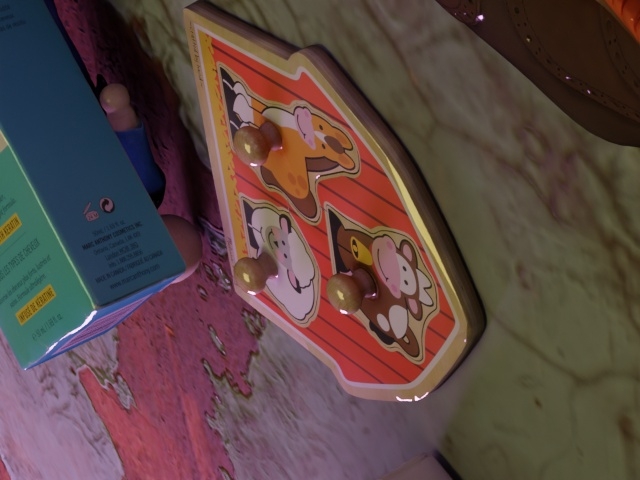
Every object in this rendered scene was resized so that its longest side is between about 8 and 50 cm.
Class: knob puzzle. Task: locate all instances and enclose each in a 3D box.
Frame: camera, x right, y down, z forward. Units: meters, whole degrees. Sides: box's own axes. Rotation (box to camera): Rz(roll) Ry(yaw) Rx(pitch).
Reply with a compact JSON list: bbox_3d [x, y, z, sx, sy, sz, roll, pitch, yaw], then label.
[{"bbox_3d":[0.000,0.000,0.836,0.213,0.030,0.213,41,147,35],"label":"knob puzzle"}]

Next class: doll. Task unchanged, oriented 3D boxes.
[{"bbox_3d":[-0.122,-0.060,0.977,0.189,0.046,0.129,60,153,4],"label":"doll"}]

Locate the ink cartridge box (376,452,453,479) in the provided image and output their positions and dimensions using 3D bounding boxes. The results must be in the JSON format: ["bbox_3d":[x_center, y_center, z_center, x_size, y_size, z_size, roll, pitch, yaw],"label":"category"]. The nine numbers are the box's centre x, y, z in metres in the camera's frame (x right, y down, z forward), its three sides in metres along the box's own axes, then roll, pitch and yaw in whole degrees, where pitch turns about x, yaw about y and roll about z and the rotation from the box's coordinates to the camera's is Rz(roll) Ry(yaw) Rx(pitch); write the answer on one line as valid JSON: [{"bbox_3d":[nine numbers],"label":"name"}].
[{"bbox_3d":[0.013,0.282,0.894,0.198,0.197,0.270,50,151,23],"label":"ink cartridge box"}]

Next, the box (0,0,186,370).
[{"bbox_3d":[-0.168,-0.064,0.939,0.100,0.060,0.244,-36,81,52],"label":"box"}]

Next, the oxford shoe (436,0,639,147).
[{"bbox_3d":[0.118,-0.066,0.521,0.271,0.097,0.098,40,166,45],"label":"oxford shoe"}]
